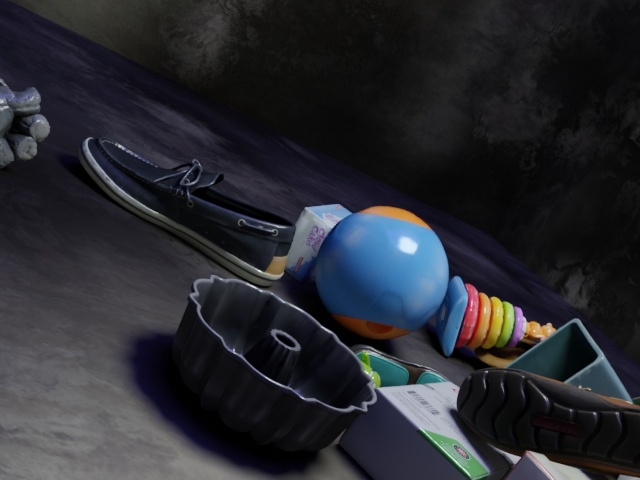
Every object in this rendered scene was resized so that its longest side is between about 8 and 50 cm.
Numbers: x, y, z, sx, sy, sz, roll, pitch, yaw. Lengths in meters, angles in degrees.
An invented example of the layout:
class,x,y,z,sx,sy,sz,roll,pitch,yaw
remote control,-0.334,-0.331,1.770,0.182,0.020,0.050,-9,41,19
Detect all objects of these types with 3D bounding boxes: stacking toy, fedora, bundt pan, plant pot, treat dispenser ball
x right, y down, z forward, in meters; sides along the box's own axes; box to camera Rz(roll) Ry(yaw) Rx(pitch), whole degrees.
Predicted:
class,x,y,z,sx,sy,sz,roll,pitch,yaw
stacking toy,0.449,0.209,2.219,0.301,0.175,0.166,12,18,-4
fedora,0.478,0.307,2.249,0.194,0.079,0.194,1,17,0
bundt pan,-0.082,0.198,1.356,0.331,0.124,0.331,30,14,-8
plant pot,0.566,0.374,1.979,0.252,0.247,0.248,51,11,-10
treat dispenser ball,0.131,0.070,1.924,0.288,0.288,0.288,31,14,-9

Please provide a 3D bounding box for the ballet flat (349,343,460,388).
class,x,y,z,sx,sy,sz,roll,pitch,yaw
ballet flat,0.171,0.274,1.735,0.280,0.095,0.096,31,2,-8

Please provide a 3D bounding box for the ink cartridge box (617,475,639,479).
class,x,y,z,sx,sy,sz,roll,pitch,yaw
ink cartridge box,0.792,0.575,1.976,0.218,0.092,0.158,30,-8,-4

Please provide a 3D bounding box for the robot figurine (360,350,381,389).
class,x,y,z,sx,sy,sz,roll,pitch,yaw
robot figurine,0.058,0.248,1.611,0.115,0.067,0.101,35,41,6

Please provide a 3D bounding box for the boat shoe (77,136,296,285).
class,x,y,z,sx,sy,sz,roll,pitch,yaw
boat shoe,-0.272,-0.092,1.871,0.500,0.156,0.187,31,16,-1

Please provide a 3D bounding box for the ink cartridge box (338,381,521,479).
class,x,y,z,sx,sy,sz,roll,pitch,yaw
ink cartridge box,0.201,0.347,1.475,0.211,0.121,0.289,40,16,30

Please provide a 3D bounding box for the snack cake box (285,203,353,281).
class,x,y,z,sx,sy,sz,roll,pitch,yaw
snack cake box,0.000,0.000,2.153,0.089,0.152,0.264,36,15,12

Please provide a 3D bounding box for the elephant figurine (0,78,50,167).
class,x,y,z,sx,sy,sz,roll,pitch,yaw
elephant figurine,-0.627,-0.238,1.651,0.169,0.186,0.239,-34,45,-28

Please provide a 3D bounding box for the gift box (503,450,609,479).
class,x,y,z,sx,sy,sz,roll,pitch,yaw
gift box,0.343,0.450,1.168,0.258,0.255,0.276,24,10,-39

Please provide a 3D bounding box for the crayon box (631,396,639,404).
class,x,y,z,sx,sy,sz,roll,pitch,yaw
crayon box,0.805,0.498,2.073,0.323,0.203,0.083,38,58,-9

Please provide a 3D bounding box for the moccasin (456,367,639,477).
class,x,y,z,sx,sy,sz,roll,pitch,yaw
moccasin,0.384,0.280,1.370,0.380,0.139,0.147,0,-21,38
